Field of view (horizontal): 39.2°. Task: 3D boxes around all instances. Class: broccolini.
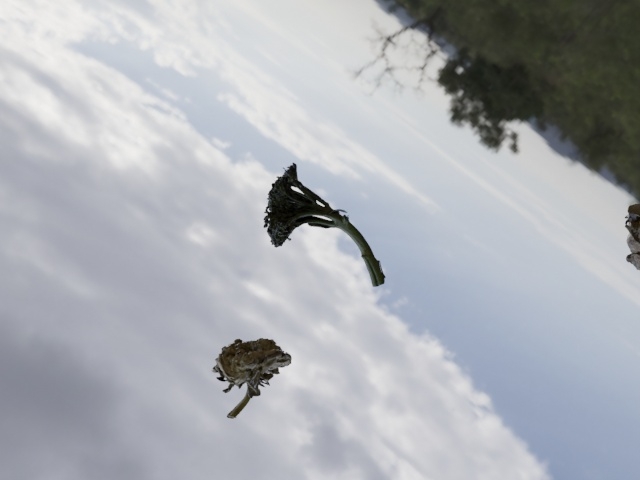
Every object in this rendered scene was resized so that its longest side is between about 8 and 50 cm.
[{"bbox_3d":[0.007,0.004,1.468,0.271,0.123,0.062,44,170,-23],"label":"broccolini"}]

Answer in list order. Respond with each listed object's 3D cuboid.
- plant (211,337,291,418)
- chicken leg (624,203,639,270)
[{"bbox_3d":[-0.104,0.207,1.340,0.117,0.121,0.104,4,-178,-14],"label":"plant"},{"bbox_3d":[0.382,-0.023,0.938,0.196,0.125,0.080,68,176,-72],"label":"chicken leg"}]
